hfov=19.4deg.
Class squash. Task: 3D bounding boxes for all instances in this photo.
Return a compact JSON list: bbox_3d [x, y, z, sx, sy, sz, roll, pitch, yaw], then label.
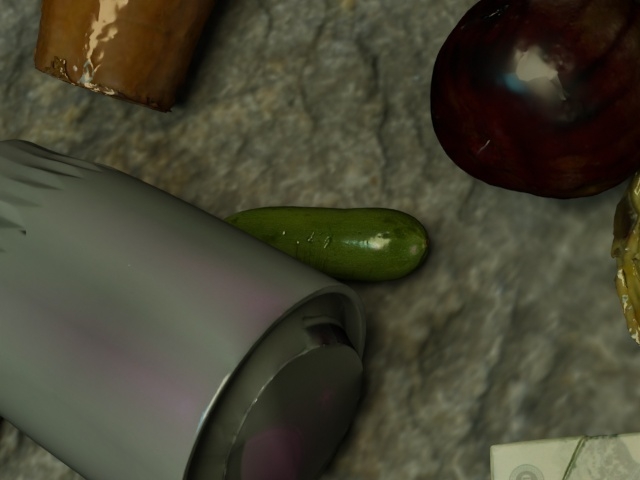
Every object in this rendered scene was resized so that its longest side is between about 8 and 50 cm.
[{"bbox_3d":[0.000,0.000,1.655,0.201,0.066,0.066,4,81,20],"label":"squash"}]

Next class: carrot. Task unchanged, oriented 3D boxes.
[{"bbox_3d":[-0.162,-0.257,1.726,0.196,0.196,0.254,17,96,22],"label":"carrot"}]

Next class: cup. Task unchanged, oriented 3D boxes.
[{"bbox_3d":[-0.164,0.081,1.598,0.371,0.253,0.253,28,89,24],"label":"cup"}]

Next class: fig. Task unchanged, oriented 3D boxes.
[{"bbox_3d":[0.210,-0.155,1.563,0.249,0.186,0.203,-51,25,-23],"label":"fig"}]

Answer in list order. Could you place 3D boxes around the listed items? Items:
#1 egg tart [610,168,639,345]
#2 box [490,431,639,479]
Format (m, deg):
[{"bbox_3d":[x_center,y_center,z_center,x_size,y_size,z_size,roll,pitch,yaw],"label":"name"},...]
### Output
[{"bbox_3d":[0.367,0.001,1.500,0.294,0.116,0.295,-5,77,21],"label":"egg tart"},{"bbox_3d":[0.277,0.185,1.467,0.256,0.164,0.069,-7,79,18],"label":"box"}]
